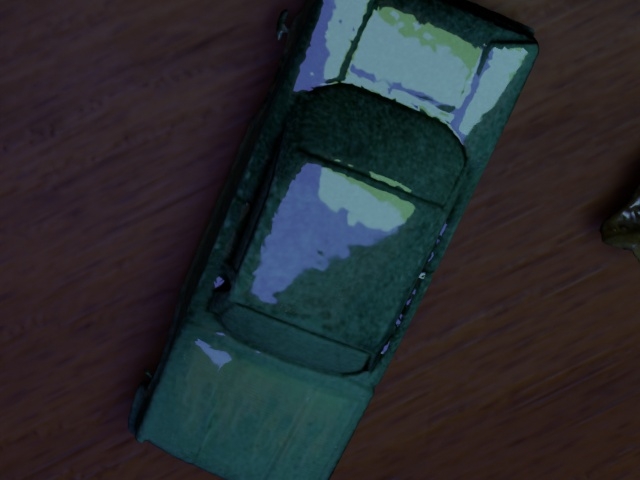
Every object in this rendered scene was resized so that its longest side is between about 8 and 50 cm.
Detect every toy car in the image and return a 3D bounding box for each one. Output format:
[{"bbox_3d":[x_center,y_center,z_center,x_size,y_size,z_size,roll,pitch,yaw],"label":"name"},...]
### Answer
[{"bbox_3d":[0.000,0.000,0.921,0.141,0.097,0.321,21,103,-12],"label":"toy car"}]

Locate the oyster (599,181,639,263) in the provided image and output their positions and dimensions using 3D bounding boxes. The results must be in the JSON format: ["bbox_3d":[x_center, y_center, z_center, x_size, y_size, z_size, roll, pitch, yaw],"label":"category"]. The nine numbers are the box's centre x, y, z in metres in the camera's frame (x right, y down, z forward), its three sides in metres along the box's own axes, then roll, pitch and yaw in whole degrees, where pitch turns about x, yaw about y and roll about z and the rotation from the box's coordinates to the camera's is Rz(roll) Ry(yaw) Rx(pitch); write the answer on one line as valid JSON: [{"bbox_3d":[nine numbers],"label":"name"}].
[{"bbox_3d":[0.317,-0.092,0.952,0.345,0.078,0.129,-35,87,6],"label":"oyster"}]
